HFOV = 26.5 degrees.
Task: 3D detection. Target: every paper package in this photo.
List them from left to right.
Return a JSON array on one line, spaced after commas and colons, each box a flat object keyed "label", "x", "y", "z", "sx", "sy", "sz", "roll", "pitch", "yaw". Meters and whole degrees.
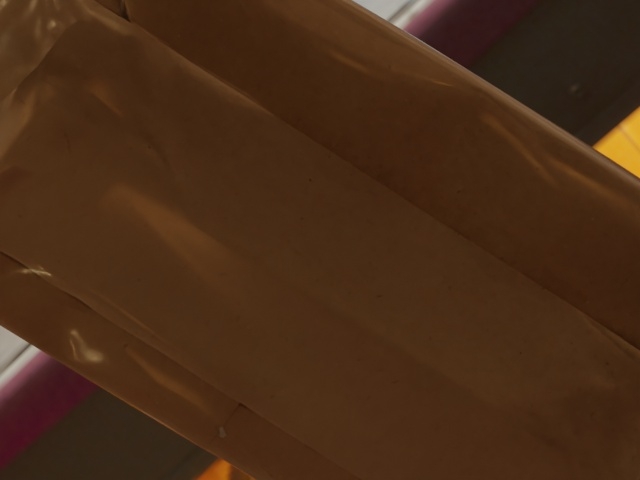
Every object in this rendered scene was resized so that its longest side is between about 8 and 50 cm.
[{"label": "paper package", "x": 0.000, "y": 0.000, "z": 0.620, "sx": 0.168, "sy": 0.309, "sz": 0.325, "roll": -58, "pitch": 3, "yaw": 2}]
